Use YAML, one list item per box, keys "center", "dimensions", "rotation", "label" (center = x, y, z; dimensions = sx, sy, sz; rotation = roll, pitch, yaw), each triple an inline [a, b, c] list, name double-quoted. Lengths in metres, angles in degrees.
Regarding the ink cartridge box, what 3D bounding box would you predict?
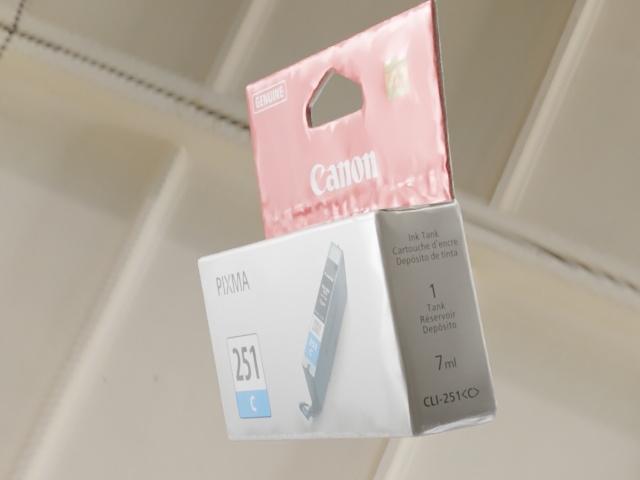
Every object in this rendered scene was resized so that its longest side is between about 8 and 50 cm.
- center: [0.000, 0.000, 1.211]
  dimensions: [0.066, 0.296, 0.261]
  rotation: [-8, -93, -26]
  label: "ink cartridge box"
